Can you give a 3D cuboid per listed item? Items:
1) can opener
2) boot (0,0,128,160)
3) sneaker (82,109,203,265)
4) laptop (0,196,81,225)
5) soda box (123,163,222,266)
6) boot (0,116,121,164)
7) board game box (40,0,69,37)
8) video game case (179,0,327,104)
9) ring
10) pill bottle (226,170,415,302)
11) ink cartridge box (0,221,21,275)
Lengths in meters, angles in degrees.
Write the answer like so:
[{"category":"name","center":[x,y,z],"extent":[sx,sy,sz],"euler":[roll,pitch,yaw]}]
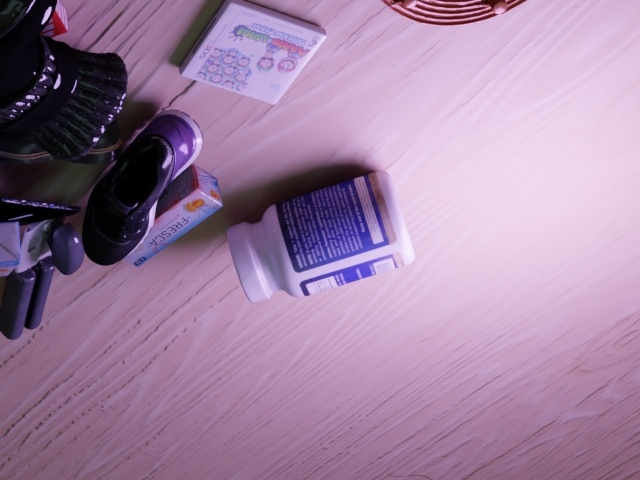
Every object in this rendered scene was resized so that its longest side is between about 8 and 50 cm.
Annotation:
[{"category":"can opener","center":[-0.425,0.065,2.172],"extent":[0.076,0.095,0.283],"euler":[-32,157,-39]},{"category":"boot","center":[-0.336,-0.222,1.728],"extent":[0.260,0.131,0.348],"euler":[19,155,-32]},{"category":"sneaker","center":[-0.283,-0.061,2.034],"extent":[0.107,0.124,0.283],"euler":[36,122,1]},{"category":"laptop","center":[-0.508,-0.092,1.974],"extent":[0.234,0.136,0.264],"euler":[-10,172,30]},{"category":"soda box","center":[-0.235,-0.038,2.152],"extent":[0.183,0.058,0.063],"euler":[-34,137,23]},{"category":"boot","center":[-0.373,-0.179,1.948],"extent":[0.198,0.077,0.137],"euler":[-2,122,-7]},{"category":"board game box","center":[-0.434,-0.294,1.790],"extent":[0.194,0.045,0.146],"euler":[-18,142,5]},{"category":"video game case","center":[-0.093,-0.258,1.963],"extent":[0.157,0.019,0.143],"euler":[14,133,-31]},{"category":"ring","center":[0.210,-0.410,1.831],"extent":[0.337,0.032,0.336],"euler":[-13,137,-13]},{"category":"pill bottle","center":[0.000,0.000,2.197],"extent":[0.265,0.153,0.153],"euler":[-17,141,3]},{"category":"ink cartridge box","center":[-0.496,0.019,2.058],"extent":[0.104,0.061,0.181],"euler":[-3,172,-20]}]
